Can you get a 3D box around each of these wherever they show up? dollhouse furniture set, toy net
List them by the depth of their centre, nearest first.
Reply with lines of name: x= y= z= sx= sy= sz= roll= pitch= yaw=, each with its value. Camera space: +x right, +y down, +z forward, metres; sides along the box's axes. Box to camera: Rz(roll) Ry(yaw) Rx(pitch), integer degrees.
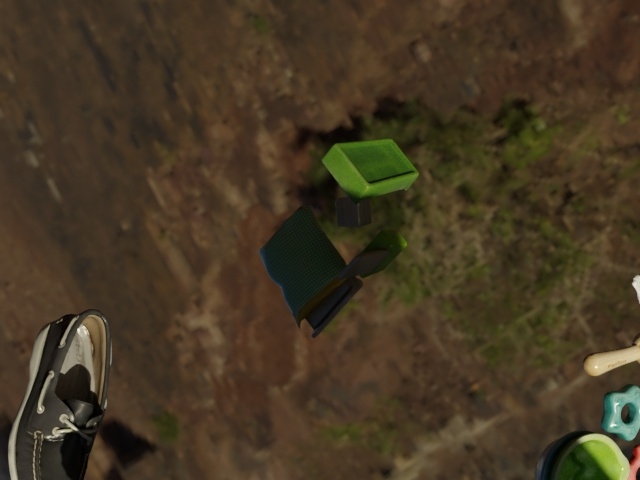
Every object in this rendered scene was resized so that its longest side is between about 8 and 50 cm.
dollhouse furniture set: x=0.000 y=0.000 z=0.930 sx=0.076 sy=0.058 sz=0.152 roll=55 pitch=128 yaw=18
toy net: x=0.243 y=0.118 z=1.057 sx=0.122 sy=0.232 sz=0.045 roll=41 pitch=164 yaw=-26

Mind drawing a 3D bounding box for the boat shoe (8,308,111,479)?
boat shoe: x=-0.139 y=0.095 z=0.791 sx=0.038 sy=0.125 sz=0.046 roll=-26 pitch=134 yaw=35
